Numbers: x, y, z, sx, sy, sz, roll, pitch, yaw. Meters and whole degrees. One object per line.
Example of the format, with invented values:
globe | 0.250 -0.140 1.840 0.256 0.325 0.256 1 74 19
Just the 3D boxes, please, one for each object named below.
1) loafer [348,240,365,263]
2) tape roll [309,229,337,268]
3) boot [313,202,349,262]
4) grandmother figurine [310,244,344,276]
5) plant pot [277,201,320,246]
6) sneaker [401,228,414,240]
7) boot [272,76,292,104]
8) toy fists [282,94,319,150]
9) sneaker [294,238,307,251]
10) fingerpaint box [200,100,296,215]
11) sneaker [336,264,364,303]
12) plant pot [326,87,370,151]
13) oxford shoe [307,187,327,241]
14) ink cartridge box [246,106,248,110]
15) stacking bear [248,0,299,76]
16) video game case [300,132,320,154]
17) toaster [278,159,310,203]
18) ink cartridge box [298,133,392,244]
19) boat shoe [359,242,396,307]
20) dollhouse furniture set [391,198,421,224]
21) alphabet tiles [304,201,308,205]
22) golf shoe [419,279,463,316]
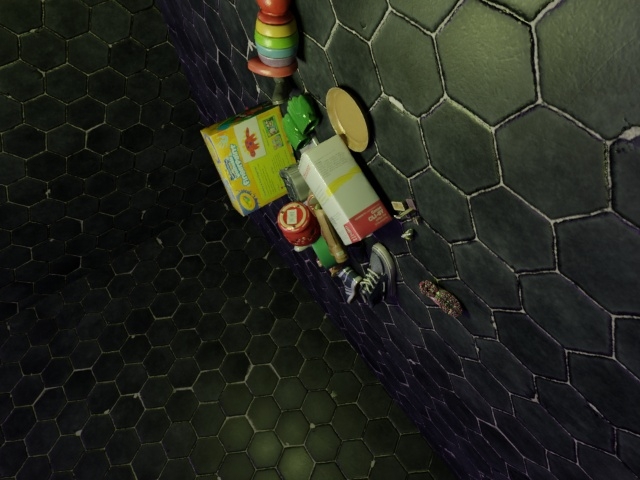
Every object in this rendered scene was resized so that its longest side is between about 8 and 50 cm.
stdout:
loafer | 0.170 0.024 2.014 0.078 0.076 0.223 47 160 60
tape roll | 0.000 0.000 2.274 0.321 0.077 0.321 62 -175 -10
boot | 0.046 -0.054 1.944 0.270 0.089 0.236 66 176 -18
grandmother figurine | 0.011 0.074 2.565 0.342 0.104 0.208 50 135 35
plant pot | -0.106 -0.085 2.065 0.191 0.191 0.174 50 176 25
sneaker | 0.331 -0.019 1.558 0.035 0.031 0.083 44 168 -2
boot | -0.177 -0.662 1.647 0.190 0.076 0.209 -84 -16 -47
toy fists | -0.086 -0.496 1.744 0.142 0.096 0.279 57 160 4
sneaker | -0.087 -0.029 2.435 0.080 0.212 0.094 16 140 36
fingerpaint box | -0.332 -0.409 2.111 0.163 0.371 0.445 38 153 49
sneaker | 0.163 0.247 2.413 0.153 0.099 0.282 45 153 23
plant pot | 0.101 -0.422 1.460 0.236 0.032 0.236 50 162 23
oxford shoe | 0.052 -0.124 2.067 0.147 0.140 0.397 -93 -17 -46
ink cartridge box | -0.325 -0.615 2.264 0.134 0.078 0.231 51 163 19
stacking bear | -0.154 -0.728 1.426 0.164 0.175 0.289 34 147 23
video game case | -0.025 -0.380 1.925 0.193 0.023 0.212 61 163 -10
toaster | -0.097 -0.284 2.095 0.129 0.146 0.227 36 153 54
ink cartridge box | 0.086 -0.190 1.665 0.385 0.160 0.279 57 172 -1
boat shoe | 0.250 0.173 1.915 0.127 0.158 0.341 40 157 45
dollhouse furniture set | 0.278 -0.090 1.475 0.091 0.081 0.114 63 163 -19
alphabet tiles | -0.132 -0.320 2.356 0.278 0.021 0.284 65 162 -15
golf shoe | 0.460 0.216 1.577 0.186 0.067 0.086 42 -170 31
